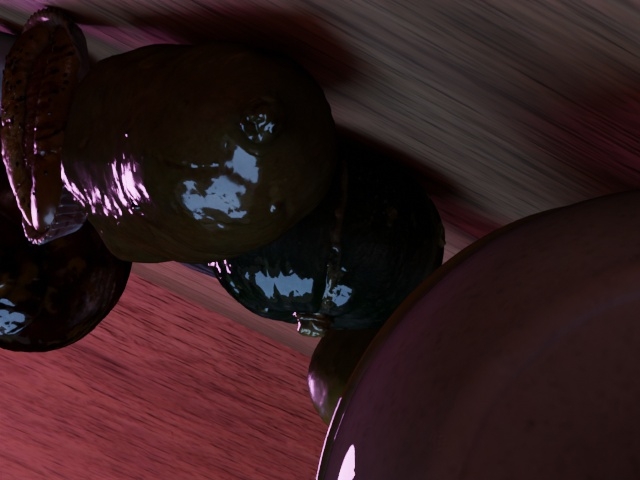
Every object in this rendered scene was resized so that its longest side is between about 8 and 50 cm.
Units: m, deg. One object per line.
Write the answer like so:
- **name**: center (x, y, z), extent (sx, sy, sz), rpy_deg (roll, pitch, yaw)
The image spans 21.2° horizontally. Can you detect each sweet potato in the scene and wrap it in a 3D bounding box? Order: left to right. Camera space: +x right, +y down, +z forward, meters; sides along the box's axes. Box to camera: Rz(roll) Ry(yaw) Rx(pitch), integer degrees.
- **sweet potato**: center (-0.073, -0.058, 1.136), extent (0.158, 0.158, 0.370), rpy_deg (27, 169, -25)

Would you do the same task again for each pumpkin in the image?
- **pumpkin**: center (0.002, 0.000, 1.320), extent (0.190, 0.146, 0.190), rpy_deg (26, 174, 3)

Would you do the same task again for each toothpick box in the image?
- **toothpick box**: center (0.202, 0.174, 0.973), extent (0.409, 0.409, 0.425), rpy_deg (23, 171, 8)

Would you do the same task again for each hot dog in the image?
- **hot dog**: center (-0.205, -0.086, 1.281), extent (0.053, 0.192, 0.099), rpy_deg (10, 153, -30)

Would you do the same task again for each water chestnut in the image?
- **water chestnut**: center (-0.303, -0.030, 1.720), extent (0.289, 0.244, 0.289), rpy_deg (43, 165, 15)

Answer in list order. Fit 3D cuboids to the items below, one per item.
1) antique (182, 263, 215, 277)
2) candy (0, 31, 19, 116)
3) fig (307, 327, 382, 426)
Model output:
- **antique**: center (-0.141, -0.020, 1.883), extent (0.088, 0.086, 0.183), rpy_deg (20, 172, 36)
- **candy**: center (-0.243, -0.126, 1.499), extent (0.138, 0.071, 0.174), rpy_deg (22, 172, 20)
- **fig**: center (0.108, 0.106, 1.409), extent (0.167, 0.233, 0.167), rpy_deg (156, 90, -81)
